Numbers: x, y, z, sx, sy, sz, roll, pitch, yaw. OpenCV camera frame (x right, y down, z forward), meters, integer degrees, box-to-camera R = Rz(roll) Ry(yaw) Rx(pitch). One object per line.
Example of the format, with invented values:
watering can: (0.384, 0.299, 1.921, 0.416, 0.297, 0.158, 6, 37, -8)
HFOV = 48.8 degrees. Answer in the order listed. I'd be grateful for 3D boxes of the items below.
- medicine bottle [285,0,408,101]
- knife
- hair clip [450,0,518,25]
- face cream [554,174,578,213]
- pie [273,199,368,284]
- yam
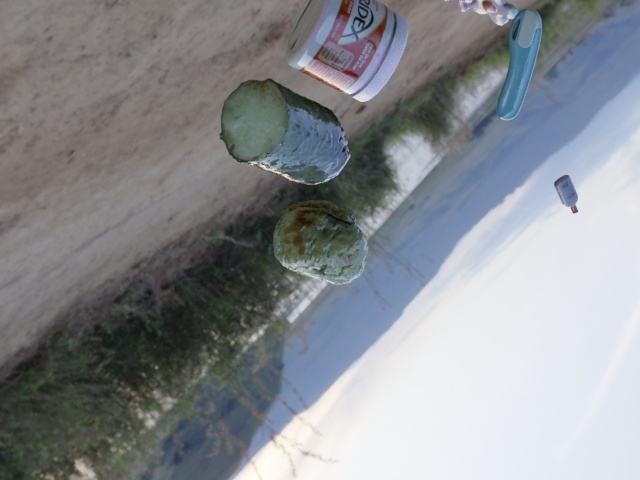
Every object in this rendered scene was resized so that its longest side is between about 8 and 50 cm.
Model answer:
medicine bottle: (0.064, -0.526, 1.847, 0.252, 0.240, 0.253, -48, -151, 39)
knife: (0.400, -0.354, 1.428, 0.031, 0.064, 0.222, -40, 142, -64)
hair clip: (0.400, -0.637, 1.832, 0.075, 0.257, 0.146, -66, 157, -4)
face cream: (0.516, -0.094, 1.469, 0.040, 0.083, 0.021, -33, -162, -12)
pie: (0.000, 0.000, 1.777, 0.090, 0.247, 0.201, -11, 116, -78)
yam: (-0.071, -0.240, 1.622, 0.195, 0.195, 0.300, -49, 150, 18)
